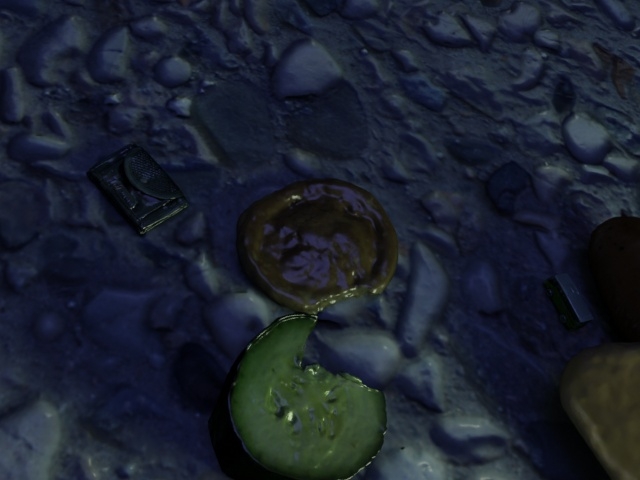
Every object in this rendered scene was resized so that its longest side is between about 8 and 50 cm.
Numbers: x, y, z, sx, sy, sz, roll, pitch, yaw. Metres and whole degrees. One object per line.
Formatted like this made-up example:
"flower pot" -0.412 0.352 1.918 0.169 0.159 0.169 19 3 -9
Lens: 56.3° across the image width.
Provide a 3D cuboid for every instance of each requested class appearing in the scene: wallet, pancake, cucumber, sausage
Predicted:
"wallet" -0.254 -0.077 0.838 0.088 0.026 0.129 -37 74 -28
"pancake" 0.000 -0.001 0.845 0.236 0.042 0.223 4 61 -11
"cucumber" -0.031 0.197 0.674 0.191 0.130 0.191 7 61 -14
"sausage" 0.520 0.184 0.817 0.136 0.123 0.501 0 57 -39

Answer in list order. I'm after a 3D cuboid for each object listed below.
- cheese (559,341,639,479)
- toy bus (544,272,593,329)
"cheese" 0.485 0.289 0.681 0.383 0.104 0.384 -4 80 26
"toy bus" 0.365 0.089 0.883 0.031 0.037 0.083 -10 62 -19
